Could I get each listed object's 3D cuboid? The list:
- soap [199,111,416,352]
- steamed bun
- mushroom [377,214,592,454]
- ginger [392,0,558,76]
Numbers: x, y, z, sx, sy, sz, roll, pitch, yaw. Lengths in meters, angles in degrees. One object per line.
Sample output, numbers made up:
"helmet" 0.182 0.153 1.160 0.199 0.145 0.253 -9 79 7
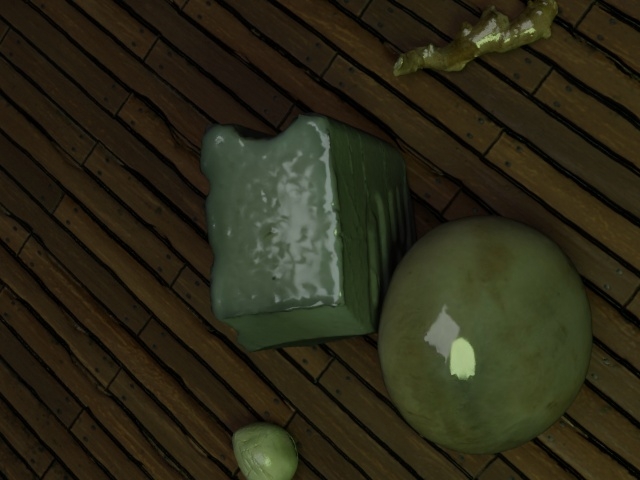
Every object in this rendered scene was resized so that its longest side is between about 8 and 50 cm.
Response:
"soap" 0.000 0.000 1.355 0.212 0.435 0.351 -3 86 21
"steamed bun" -0.093 0.380 1.547 0.090 0.112 0.130 -31 71 20
"mushroom" 0.232 0.139 1.328 0.294 0.362 0.363 7 91 59
"ginger" 0.256 -0.338 1.459 0.288 0.075 0.089 -15 105 16
